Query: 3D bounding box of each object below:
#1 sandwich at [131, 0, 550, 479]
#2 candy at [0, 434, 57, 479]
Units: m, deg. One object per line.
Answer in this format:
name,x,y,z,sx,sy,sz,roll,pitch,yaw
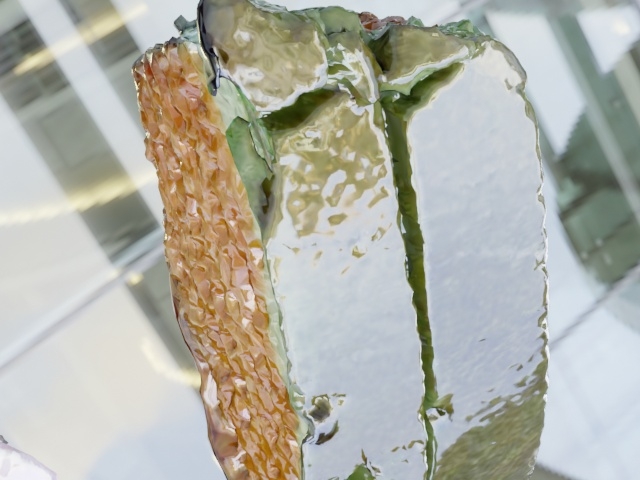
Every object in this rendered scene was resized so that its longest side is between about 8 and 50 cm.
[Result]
sandwich,0.005,0.013,0.651,0.109,0.292,0.212,-17,-157,-14
candy,-0.292,0.230,1.071,0.116,0.155,0.265,13,-102,58
